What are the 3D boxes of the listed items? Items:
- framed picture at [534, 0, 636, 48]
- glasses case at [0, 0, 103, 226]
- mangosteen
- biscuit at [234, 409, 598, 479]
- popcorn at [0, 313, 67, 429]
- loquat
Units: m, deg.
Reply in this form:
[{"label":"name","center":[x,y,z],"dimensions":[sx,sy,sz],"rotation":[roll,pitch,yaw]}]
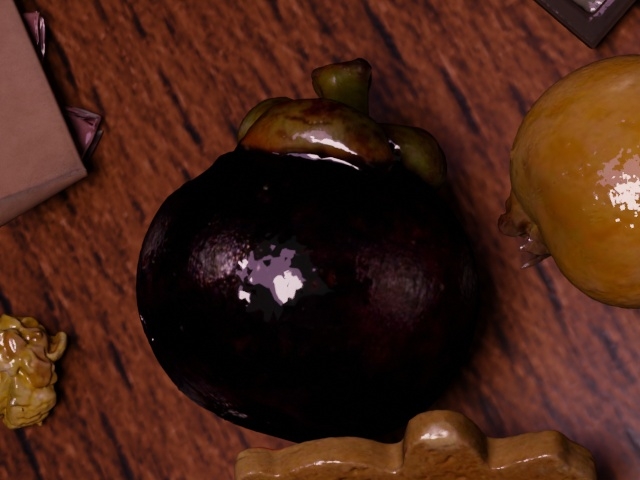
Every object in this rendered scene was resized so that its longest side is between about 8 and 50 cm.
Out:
[{"label":"framed picture","center":[0.179,-0.225,1.114],"dimensions":[0.128,0.023,0.168],"rotation":[41,98,-2]},{"label":"glasses case","center":[-0.223,-0.104,1.288],"dimensions":[0.102,0.070,0.193],"rotation":[-22,67,-10]},{"label":"mangosteen","center":[0.000,0.000,1.088],"dimensions":[0.211,0.211,0.250],"rotation":[7,72,25]},{"label":"biscuit","center":[0.055,0.164,1.060],"dimensions":[0.225,0.166,0.036],"rotation":[-6,39,10]},{"label":"popcorn","center":[-0.221,0.087,1.235],"dimensions":[0.084,0.084,0.084],"rotation":[-5,78,23]},{"label":"loquat","center":[0.183,-0.034,1.043],"dimensions":[0.163,0.137,0.163],"rotation":[2,96,18]}]
